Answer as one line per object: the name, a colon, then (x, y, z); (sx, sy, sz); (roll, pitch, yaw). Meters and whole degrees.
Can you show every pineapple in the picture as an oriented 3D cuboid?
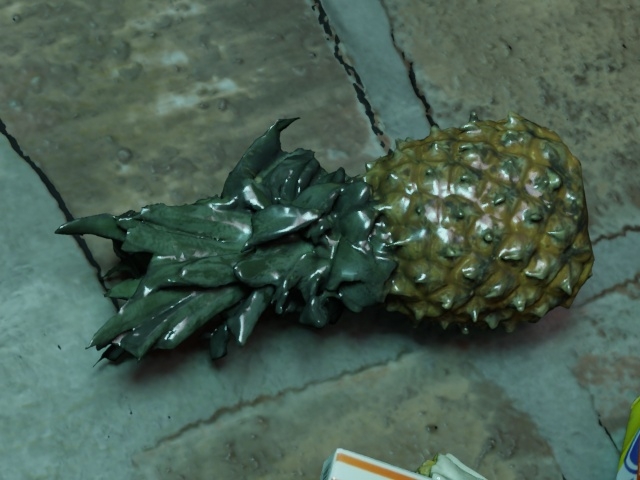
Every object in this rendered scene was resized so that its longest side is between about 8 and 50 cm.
pineapple: (0.000, -0.004, 1.191); (0.365, 0.165, 0.165); (-5, 65, -16)

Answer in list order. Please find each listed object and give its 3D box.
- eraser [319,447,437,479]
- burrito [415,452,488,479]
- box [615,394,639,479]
eraser: (0.054, 0.251, 1.034); (0.157, 0.038, 0.230); (20, 59, -9)
burrito: (0.157, 0.309, 1.104); (0.117, 0.076, 0.392); (-10, 64, -50)
box: (0.272, 0.209, 1.123); (0.168, 0.097, 0.265); (28, 47, -4)
